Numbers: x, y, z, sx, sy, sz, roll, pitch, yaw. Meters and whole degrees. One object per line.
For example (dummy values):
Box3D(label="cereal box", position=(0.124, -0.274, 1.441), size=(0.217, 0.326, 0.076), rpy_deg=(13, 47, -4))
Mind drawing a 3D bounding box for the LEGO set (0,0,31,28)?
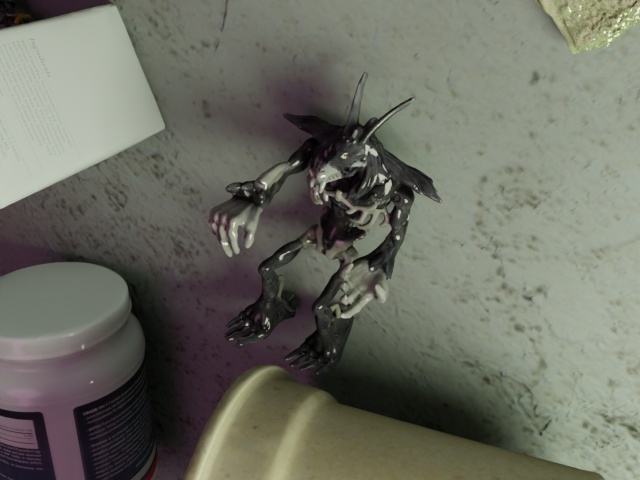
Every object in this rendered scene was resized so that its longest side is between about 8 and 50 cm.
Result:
Box3D(label="LEGO set", position=(-0.293, -0.251, 0.586), size=(0.331, 0.255, 0.192), rpy_deg=(-36, 78, 27))

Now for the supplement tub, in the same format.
Box3D(label="supplement tub", position=(-0.293, 0.182, 0.829), size=(0.191, 0.191, 0.272), rpy_deg=(12, 118, 21))

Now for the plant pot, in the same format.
Box3D(label="plant pot", position=(0.076, 0.285, 0.602), size=(0.306, 0.334, 0.333), rpy_deg=(3, 115, 16))

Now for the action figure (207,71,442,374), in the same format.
Box3D(label="action figure", position=(0.000, 0.000, 0.628), size=(0.164, 0.141, 0.275), rpy_deg=(27, 126, 15))

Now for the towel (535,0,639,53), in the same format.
Box3D(label="towel", position=(0.210, -0.207, 0.488), size=(0.148, 0.027, 0.110), rpy_deg=(-35, 96, 34))

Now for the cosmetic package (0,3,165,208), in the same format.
Box3D(label="cosmetic package", position=(-0.315, -0.110, 0.679), size=(0.224, 0.224, 0.138), rpy_deg=(-10, 111, 30))
